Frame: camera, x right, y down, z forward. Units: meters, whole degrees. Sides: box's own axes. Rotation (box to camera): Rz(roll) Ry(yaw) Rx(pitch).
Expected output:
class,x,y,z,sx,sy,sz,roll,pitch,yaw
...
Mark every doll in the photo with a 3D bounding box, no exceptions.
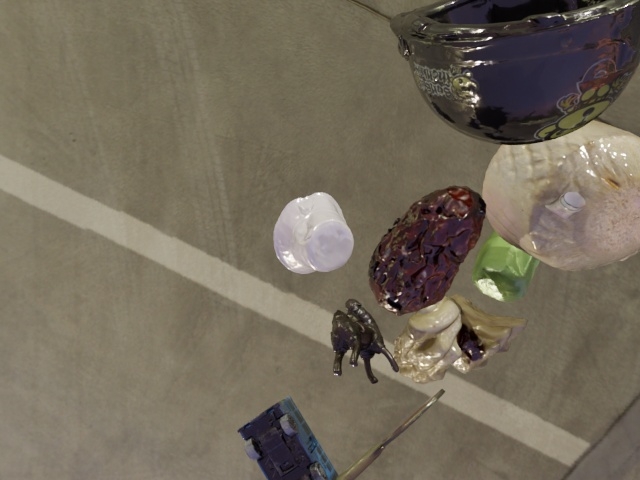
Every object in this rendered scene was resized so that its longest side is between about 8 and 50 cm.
class,x,y,z,sx,sy,sz,roll,pitch,yaw
doll,0.067,0.167,0.880,0.139,0.165,0.057,25,124,-38

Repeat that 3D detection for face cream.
class,x,y,z,sx,sy,sz,roll,pitch,yaw
face cream,0.312,-0.043,0.637,0.038,0.115,0.020,35,95,15

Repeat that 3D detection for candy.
class,x,y,z,sx,sy,sz,roll,pitch,yaw
candy,0.500,0.009,1.255,0.142,0.343,0.132,39,144,7

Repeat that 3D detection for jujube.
class,x,y,z,sx,sy,sz,roll,pitch,yaw
jujube,0.119,0.010,0.553,0.104,0.104,0.166,35,116,-5

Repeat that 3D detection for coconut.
class,x,y,z,sx,sy,sz,roll,pitch,yaw
coconut,0.473,-0.097,0.960,0.329,0.329,0.328,3,112,9

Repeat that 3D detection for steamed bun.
class,x,y,z,sx,sy,sz,roll,pitch,yaw
steamed bun,0.303,0.224,1.110,0.189,0.428,0.247,41,74,19

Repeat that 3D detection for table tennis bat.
class,x,y,z,sx,sy,sz,roll,pitch,yaw
table tennis bat,0.122,0.329,0.843,0.234,0.131,0.022,-38,70,-12

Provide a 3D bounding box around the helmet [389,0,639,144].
class,x,y,z,sx,sy,sz,roll,pitch,yaw
helmet,0.209,-0.194,0.552,0.231,0.279,0.160,-28,120,-18

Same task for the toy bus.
class,x,y,z,sx,sy,sz,roll,pitch,yaw
toy bus,-0.054,0.454,1.032,0.116,0.133,0.234,-35,78,3

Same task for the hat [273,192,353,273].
class,x,y,z,sx,sy,sz,roll,pitch,yaw
hat,0.000,0.000,1.145,0.203,0.126,0.203,-9,111,-24
